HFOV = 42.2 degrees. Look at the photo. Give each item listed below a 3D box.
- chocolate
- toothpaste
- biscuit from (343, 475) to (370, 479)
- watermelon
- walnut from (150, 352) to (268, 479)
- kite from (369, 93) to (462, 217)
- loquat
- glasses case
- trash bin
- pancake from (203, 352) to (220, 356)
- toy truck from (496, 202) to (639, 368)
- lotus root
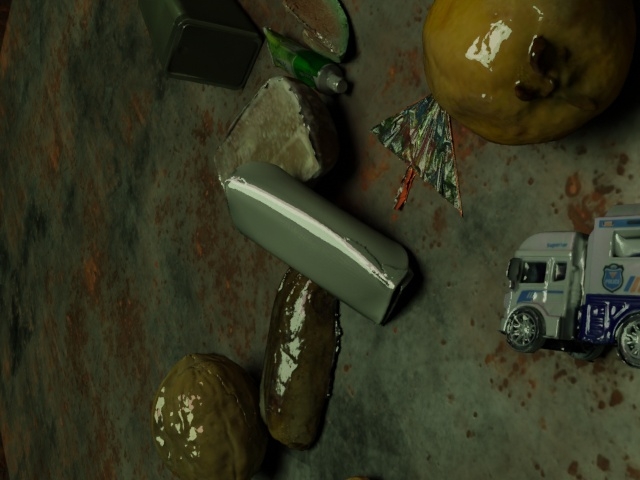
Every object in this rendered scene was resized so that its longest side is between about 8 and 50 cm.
[{"bbox_3d":[-0.066,-0.132,1.337,0.303,0.100,0.185,-40,71,50],"label":"chocolate"},{"bbox_3d":[-0.029,-0.285,1.346,0.248,0.047,0.078,41,155,49],"label":"toothpaste"},{"bbox_3d":[0.029,0.438,1.225,0.162,0.035,0.250,49,131,40],"label":"biscuit"},{"bbox_3d":[-0.001,-0.326,1.297,0.155,0.080,0.101,44,141,27],"label":"watermelon"},{"bbox_3d":[-0.187,0.310,1.412,0.198,0.198,0.244,-20,85,54],"label":"walnut"},{"bbox_3d":[0.136,-0.121,1.126,0.232,0.009,0.189,47,126,46],"label":"kite"},{"bbox_3d":[0.214,-0.211,0.863,0.238,0.193,0.238,-41,33,35],"label":"loquat"},{"bbox_3d":[-0.001,0.002,1.198,0.308,0.083,0.128,34,140,20],"label":"glasses case"},{"bbox_3d":[-0.236,-0.407,1.553,0.122,0.164,0.240,-61,42,33],"label":"trash bin"},{"bbox_3d":[-0.218,0.323,1.599,0.235,0.029,0.211,4,90,55],"label":"pancake"},{"bbox_3d":[0.302,0.043,0.779,0.268,0.124,0.155,-1,80,54],"label":"toy truck"},{"bbox_3d":[-0.047,0.171,1.319,0.167,0.078,0.329,17,102,53],"label":"lotus root"}]
